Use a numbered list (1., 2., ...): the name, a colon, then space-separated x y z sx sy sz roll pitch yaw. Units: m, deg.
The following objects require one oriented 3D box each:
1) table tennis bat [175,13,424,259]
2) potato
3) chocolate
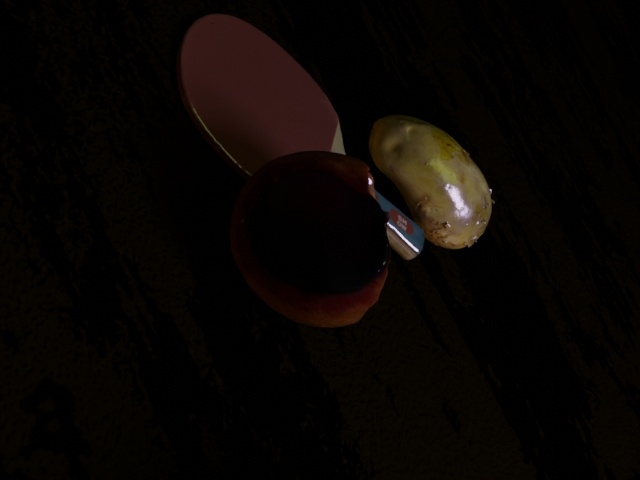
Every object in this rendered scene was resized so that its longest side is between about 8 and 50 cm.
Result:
1. table tennis bat: -0.011 -0.075 0.953 0.274 0.021 0.154 41 41 -25
2. potato: 0.100 -0.056 1.034 0.138 0.070 0.091 53 27 -14
3. chocolate: 0.000 0.000 0.840 0.124 0.133 0.127 -43 80 -11
